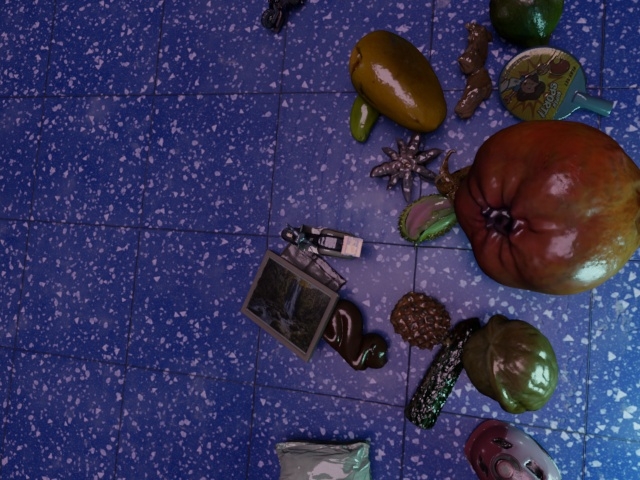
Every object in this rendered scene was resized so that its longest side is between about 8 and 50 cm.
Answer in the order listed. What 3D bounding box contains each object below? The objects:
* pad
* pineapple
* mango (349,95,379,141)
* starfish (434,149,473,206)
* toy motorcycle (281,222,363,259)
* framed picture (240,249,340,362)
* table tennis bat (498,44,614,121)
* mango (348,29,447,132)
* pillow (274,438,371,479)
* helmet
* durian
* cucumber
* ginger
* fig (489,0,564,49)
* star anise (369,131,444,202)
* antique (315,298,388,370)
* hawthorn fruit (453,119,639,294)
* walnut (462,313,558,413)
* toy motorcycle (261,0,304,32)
[{"bbox_3d":[-0.053,0.119,1.561,0.233,0.022,0.174,43,97,13],"label":"pad"},{"bbox_3d":[0.307,0.242,1.388,0.193,0.166,0.166,39,95,24],"label":"pineapple"},{"bbox_3d":[0.142,-0.401,1.527,0.091,0.074,0.165,10,87,15],"label":"mango"},{"bbox_3d":[0.405,-0.190,1.411,0.146,0.190,0.074,49,142,-6],"label":"starfish"},{"bbox_3d":[0.000,0.000,1.480,0.263,0.157,0.091,11,88,5],"label":"toy motorcycle"},{"bbox_3d":[-0.105,0.200,1.504,0.324,0.020,0.241,31,100,34],"label":"framed picture"},{"bbox_3d":[0.684,-0.438,1.381,0.329,0.044,0.215,22,116,5],"label":"table tennis bat"},{"bbox_3d":[0.239,-0.472,1.422,0.365,0.253,0.182,51,142,17],"label":"mango"},{"bbox_3d":[0.006,0.751,1.435,0.309,0.138,0.284,-5,85,11],"label":"pillow"},{"bbox_3d":[0.537,0.639,1.308,0.253,0.154,0.198,34,95,10],"label":"helmet"},{"bbox_3d":[0.320,-0.055,1.433,0.220,0.095,0.137,-31,55,-21],"label":"durian"},{"bbox_3d":[0.371,0.382,1.396,0.096,0.096,0.359,29,94,15],"label":"cucumber"},{"bbox_3d":[0.470,-0.515,1.442,0.084,0.122,0.290,2,83,57],"label":"ginger"},{"bbox_3d":[0.604,-0.629,1.385,0.203,0.203,0.235,-11,106,13],"label":"fig"},{"bbox_3d":[0.267,-0.231,1.469,0.236,0.093,0.229,-7,87,4],"label":"star anise"},{"bbox_3d":[0.101,0.294,1.463,0.143,0.121,0.257,-45,70,-2],"label":"antique"},{"bbox_3d":[0.599,-0.084,1.201,0.471,0.472,0.472,-1,85,14],"label":"hawthorn fruit"},{"bbox_3d":[0.518,0.332,1.283,0.227,0.283,0.283,-15,81,37],"label":"walnut"},{"bbox_3d":[-0.121,-0.815,1.618,0.082,0.122,0.213,46,111,36],"label":"toy motorcycle"}]
